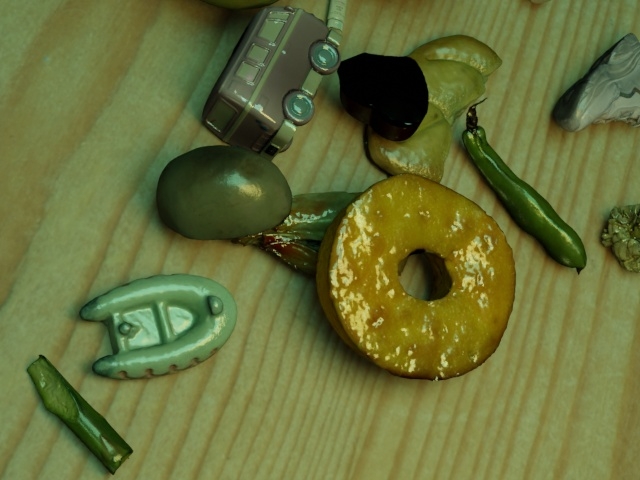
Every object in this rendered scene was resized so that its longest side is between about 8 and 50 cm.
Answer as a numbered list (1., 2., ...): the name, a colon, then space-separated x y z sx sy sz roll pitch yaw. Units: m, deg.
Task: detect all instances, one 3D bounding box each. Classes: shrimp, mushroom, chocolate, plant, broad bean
1. shrimp: 0.000 0.000 1.482 0.294 0.062 0.154 3 77 -19
2. mushroom: -0.133 -0.074 1.398 0.188 0.117 0.141 -1 52 1
3. chocolate: 0.091 -0.216 1.531 0.148 0.080 0.125 31 57 5
4. plant: 0.515 -0.015 1.633 0.104 0.122 0.117 -23 74 -35
5. broad bean: 0.311 -0.073 1.589 0.056 0.098 0.318 -40 100 -17

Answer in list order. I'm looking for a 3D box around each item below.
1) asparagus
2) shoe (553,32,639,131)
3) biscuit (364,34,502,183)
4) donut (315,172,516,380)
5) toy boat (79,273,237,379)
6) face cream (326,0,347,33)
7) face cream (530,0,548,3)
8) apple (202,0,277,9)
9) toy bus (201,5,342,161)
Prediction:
1. asparagus: -0.310 0.220 1.312 0.178 0.041 0.045 46 56 1
2. shoe: 0.490 -0.233 1.707 0.137 0.095 0.245 45 58 2
3. biscuit: 0.170 -0.221 1.621 0.154 0.045 0.299 32 65 -5
4. donut: 0.127 0.054 1.453 0.302 0.110 0.303 3 84 -26
5. toy boat: -0.209 0.109 1.365 0.207 0.079 0.134 -10 73 -20
6. face cream: 0.029 -0.380 1.638 0.038 0.020 0.115 15 66 -13
7. face cream: 0.350 -0.535 1.767 0.081 0.082 0.269 -9 77 -21
8. apple: -0.125 -0.469 1.483 0.279 0.279 0.279 6 71 -17
9. toy bus: -0.067 -0.234 1.490 0.142 0.142 0.203 29 66 -8
